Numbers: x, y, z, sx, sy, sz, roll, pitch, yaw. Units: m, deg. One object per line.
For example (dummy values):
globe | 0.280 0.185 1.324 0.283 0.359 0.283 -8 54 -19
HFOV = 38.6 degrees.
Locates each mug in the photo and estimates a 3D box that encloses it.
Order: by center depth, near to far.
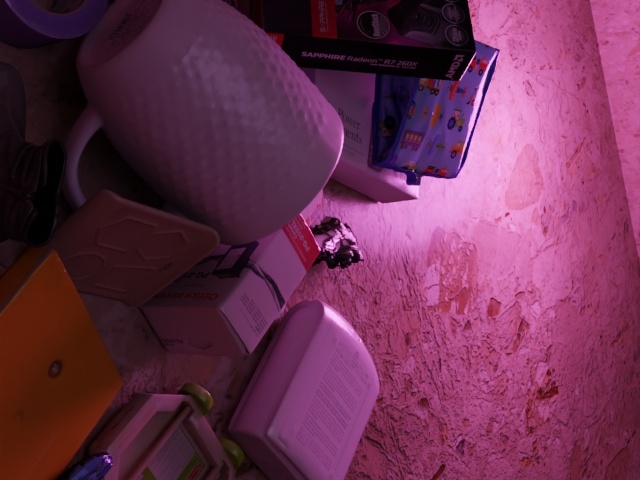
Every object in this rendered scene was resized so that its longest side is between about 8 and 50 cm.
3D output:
mug | -0.201 -0.159 1.295 0.374 0.276 0.328 -49 127 -4

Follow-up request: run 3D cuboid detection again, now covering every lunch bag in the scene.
lunch bag | 0.211 -0.248 1.763 0.221 0.138 0.293 6 95 -45

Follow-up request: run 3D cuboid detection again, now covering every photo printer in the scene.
photo printer | -0.013 0.277 1.613 0.256 0.107 0.307 55 47 -36

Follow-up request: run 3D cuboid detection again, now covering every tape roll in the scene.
tape roll | -0.374 -0.351 1.198 0.189 0.080 0.188 4 85 -52

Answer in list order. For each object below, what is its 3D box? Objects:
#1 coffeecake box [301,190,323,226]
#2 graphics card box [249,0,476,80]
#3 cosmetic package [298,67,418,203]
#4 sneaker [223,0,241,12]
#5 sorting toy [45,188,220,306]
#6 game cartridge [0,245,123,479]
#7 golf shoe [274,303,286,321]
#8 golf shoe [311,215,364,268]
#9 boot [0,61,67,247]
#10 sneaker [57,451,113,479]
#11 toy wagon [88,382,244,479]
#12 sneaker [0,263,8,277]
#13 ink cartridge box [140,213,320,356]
coffeecake box | -0.057 -0.091 1.556 0.142 0.068 0.185 -54 153 -40
graphics card box | 0.067 -0.400 1.556 0.371 0.094 0.232 4 62 -13
cosmetic package | 0.068 -0.258 1.769 0.377 0.097 0.284 21 68 -51
sneaker | -0.165 -0.381 1.513 0.057 0.047 0.119 -44 121 -32
sorting toy | -0.271 0.012 1.241 0.208 0.193 0.038 24 38 -48
game cartridge | -0.384 0.210 1.106 0.323 0.053 0.285 -56 149 -36
golf shoe | -0.091 0.123 1.558 0.176 0.069 0.086 -60 138 -35
golf shoe | 0.000 0.000 1.691 0.198 0.077 0.093 10 66 -57
boot | -0.365 -0.109 1.125 0.083 0.161 0.246 14 77 -52
sneaker | -0.333 0.376 1.184 0.087 0.083 0.221 37 66 -14
toy wagon | -0.217 0.395 1.369 0.267 0.068 0.344 -51 127 -41
sneaker | -0.452 0.018 1.067 0.211 0.081 0.080 25 68 -50
ink cartridge box | -0.136 0.060 1.409 0.237 0.172 0.100 -55 129 -39
